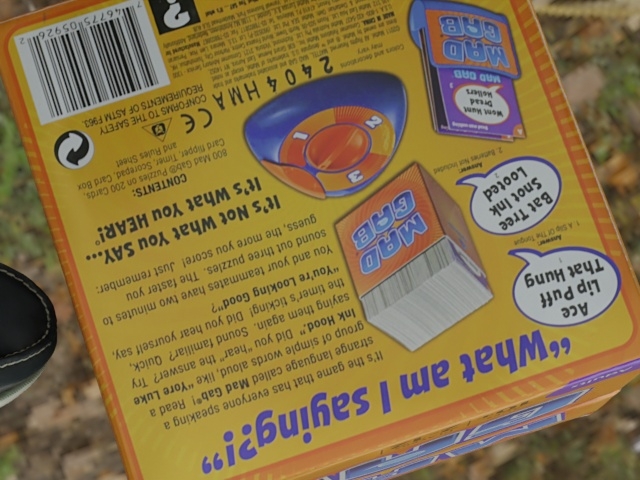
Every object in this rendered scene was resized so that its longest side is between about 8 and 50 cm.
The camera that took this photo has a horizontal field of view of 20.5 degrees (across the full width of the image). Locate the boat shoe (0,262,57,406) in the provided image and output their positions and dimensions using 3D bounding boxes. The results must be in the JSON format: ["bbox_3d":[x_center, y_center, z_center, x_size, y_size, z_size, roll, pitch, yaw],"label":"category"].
[{"bbox_3d":[-0.273,0.029,1.069,0.340,0.127,0.113,14,135,-46],"label":"boat shoe"}]

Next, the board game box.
[{"bbox_3d":[0.000,0.000,1.324,0.357,0.356,0.356,-18,168,-3],"label":"board game box"}]
